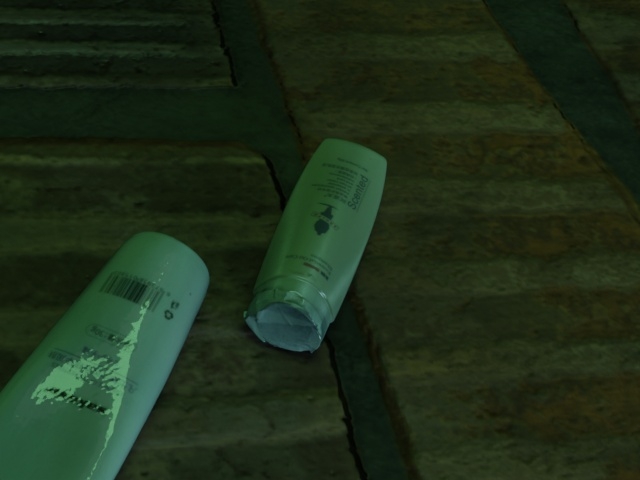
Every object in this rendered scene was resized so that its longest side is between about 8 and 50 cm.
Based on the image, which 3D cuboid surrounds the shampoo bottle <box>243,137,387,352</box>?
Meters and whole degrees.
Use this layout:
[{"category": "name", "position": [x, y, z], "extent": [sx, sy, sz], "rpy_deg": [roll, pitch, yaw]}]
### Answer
[{"category": "shampoo bottle", "position": [0.000, 0.000, 1.227], "extent": [0.072, 0.049, 0.212], "rpy_deg": [21, 42, -1]}]

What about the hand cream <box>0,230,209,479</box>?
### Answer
[{"category": "hand cream", "position": [-0.167, 0.112, 1.056], "extent": [0.109, 0.067, 0.320], "rpy_deg": [24, 47, 6]}]
